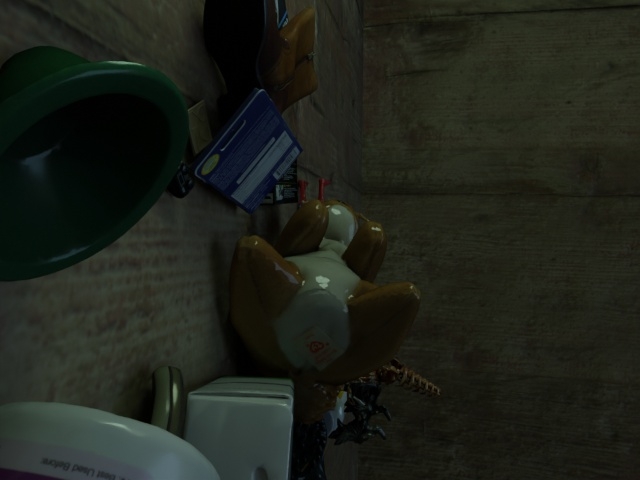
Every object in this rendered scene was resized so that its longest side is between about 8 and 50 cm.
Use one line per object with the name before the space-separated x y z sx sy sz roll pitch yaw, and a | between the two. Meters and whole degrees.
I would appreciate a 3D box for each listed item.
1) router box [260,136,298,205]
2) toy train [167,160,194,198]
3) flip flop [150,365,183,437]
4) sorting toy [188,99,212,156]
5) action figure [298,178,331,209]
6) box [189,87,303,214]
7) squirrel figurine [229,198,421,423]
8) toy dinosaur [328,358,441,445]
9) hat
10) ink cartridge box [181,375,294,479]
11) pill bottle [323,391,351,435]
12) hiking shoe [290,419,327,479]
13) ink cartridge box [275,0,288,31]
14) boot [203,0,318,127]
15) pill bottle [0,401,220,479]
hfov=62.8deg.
router box | -0.083 -0.134 0.982 0.179 0.046 0.133 -27 116 -78
toy train | -0.173 -0.108 0.569 0.158 0.027 0.036 80 26 -46
flip flop | -0.171 0.231 0.469 0.277 0.080 0.112 -99 -154 -49
sorting toy | -0.157 -0.133 0.680 0.062 0.012 0.083 -69 157 -56
action figure | 0.000 0.000 1.289 0.139 0.091 0.281 10 81 -67
box | -0.100 -0.121 0.732 0.136 0.036 0.225 -51 167 -1
squirrel figurine | -0.015 0.112 0.964 0.370 0.280 0.397 -90 -169 -66
toy dinosaur | 0.082 0.310 1.137 0.164 0.321 0.219 -17 112 -48
hat | -0.212 -0.107 0.369 0.208 0.183 0.173 -49 165 10
ink cartridge box | -0.093 0.275 0.642 0.273 0.114 0.199 101 -7 -78
pill bottle | 0.007 0.415 1.308 0.208 0.117 0.118 -10 101 -79
hiking shoe | -0.048 0.453 1.140 0.132 0.113 0.304 -139 -138 -69
ink cartridge box | -0.092 -0.415 0.922 0.208 0.045 0.206 -80 165 -46
boot | -0.057 -0.315 0.808 0.280 0.096 0.264 -55 148 -48
pill bottle | -0.165 0.254 0.260 0.169 0.169 0.302 79 16 -48
